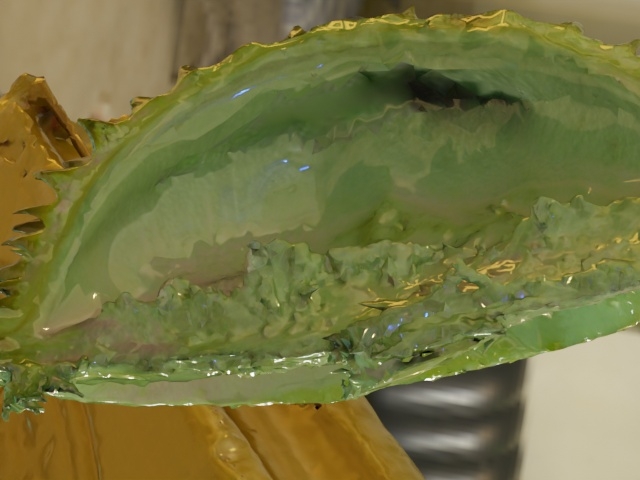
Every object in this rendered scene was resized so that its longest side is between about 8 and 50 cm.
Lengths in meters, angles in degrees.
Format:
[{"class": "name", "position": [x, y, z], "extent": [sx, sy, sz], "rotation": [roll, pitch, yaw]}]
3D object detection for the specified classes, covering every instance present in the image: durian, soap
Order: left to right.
[{"class": "soap", "position": [-0.092, 0.092, 0.782], "extent": [0.204, 0.096, 0.324], "rotation": [-56, -140, 17]}, {"class": "durian", "position": [0.000, 0.000, 0.414], "extent": [0.100, 0.215, 0.086], "rotation": [-58, 136, -77]}]
